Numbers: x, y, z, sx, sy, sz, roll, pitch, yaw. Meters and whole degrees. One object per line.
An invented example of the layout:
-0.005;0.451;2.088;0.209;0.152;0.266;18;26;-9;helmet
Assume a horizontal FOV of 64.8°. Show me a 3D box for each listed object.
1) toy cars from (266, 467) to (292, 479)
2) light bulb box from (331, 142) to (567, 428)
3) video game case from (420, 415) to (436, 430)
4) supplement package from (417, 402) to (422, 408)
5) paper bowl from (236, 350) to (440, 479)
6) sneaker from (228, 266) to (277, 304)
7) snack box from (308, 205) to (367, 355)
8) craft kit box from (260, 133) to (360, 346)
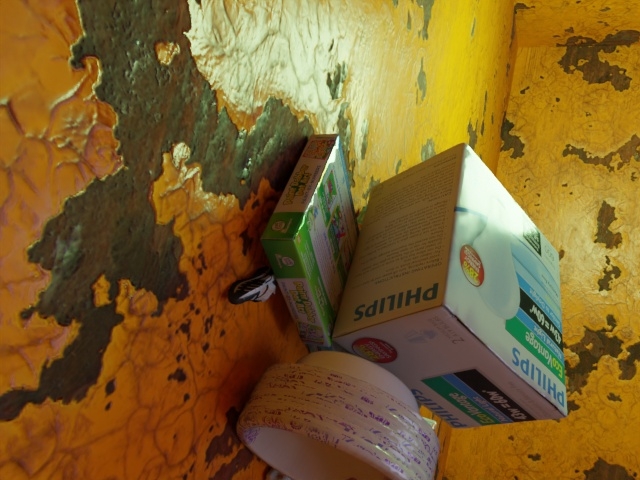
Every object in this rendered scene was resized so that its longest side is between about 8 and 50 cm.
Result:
-0.075;0.565;0.847;0.176;0.087;0.393;54;50;-57;toy cars
0.251;0.091;0.917;0.358;0.225;0.361;40;47;-25;light bulb box
0.104;0.425;1.039;0.285;0.204;0.025;-28;126;-60;video game case
0.147;0.268;1.045;0.139;0.134;0.244;50;57;-5;supplement package
0.033;0.273;0.744;0.284;0.284;0.148;73;35;-43;paper bowl
-0.090;0.072;0.706;0.109;0.040;0.043;-27;124;-60;sneaker
0.067;0.102;1.022;0.322;0.060;0.187;-58;148;-39;snack box
0.000;0.000;0.816;0.246;0.061;0.249;-73;156;-43;craft kit box
